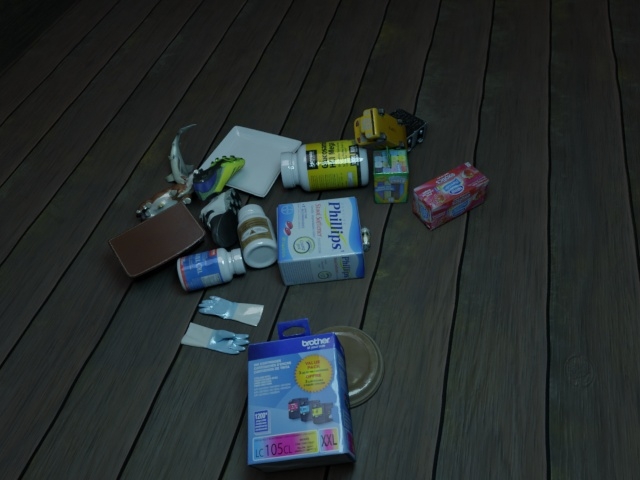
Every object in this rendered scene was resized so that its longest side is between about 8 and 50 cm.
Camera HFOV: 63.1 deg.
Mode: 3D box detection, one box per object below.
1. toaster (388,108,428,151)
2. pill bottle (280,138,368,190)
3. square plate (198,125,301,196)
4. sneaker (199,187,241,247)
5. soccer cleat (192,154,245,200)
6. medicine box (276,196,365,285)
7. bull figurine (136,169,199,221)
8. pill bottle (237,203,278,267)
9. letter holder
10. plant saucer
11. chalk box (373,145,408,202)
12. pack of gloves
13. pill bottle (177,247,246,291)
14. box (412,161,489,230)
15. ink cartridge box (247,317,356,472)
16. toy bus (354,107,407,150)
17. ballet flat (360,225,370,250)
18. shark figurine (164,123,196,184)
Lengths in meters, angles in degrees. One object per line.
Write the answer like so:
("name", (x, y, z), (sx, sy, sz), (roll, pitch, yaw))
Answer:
("toaster", (0.329, -0.455, 2.190), (0.168, 0.110, 0.185), (-40, 58, -23))
("pill bottle", (0.017, -0.292, 2.051), (0.333, 0.188, 0.188), (-6, 51, 3))
("square plate", (-0.301, -0.334, 2.214), (0.343, 0.049, 0.347), (18, 56, 19))
("sneaker", (-0.389, -0.068, 1.966), (0.146, 0.123, 0.331), (-17, 31, 10))
("soccer cleat", (-0.401, -0.252, 2.075), (0.093, 0.121, 0.289), (12, 34, 26))
("medicine box", (0.000, 0.000, 1.848), (0.289, 0.149, 0.264), (-7, 51, 3))
("bull figurine", (-0.586, -0.161, 2.043), (0.310, 0.101, 0.188), (-35, 16, -1))
("pill bottle", (-0.234, -0.022, 1.903), (0.131, 0.131, 0.229), (-16, 47, -6))
("letter holder", (-0.567, 0.035, 1.893), (0.301, 0.152, 0.214), (-32, 57, -17))
("plant saucer", (0.059, 0.381, 1.610), (0.277, 0.041, 0.278), (-4, 52, 5))
("chalk box", (0.266, -0.259, 1.977), (0.131, 0.213, 0.133), (0, 53, 6))
("pack of gloves", (-0.328, 0.272, 1.741), (0.231, 0.046, 0.195), (8, 54, 13))
("pill bottle", (-0.380, 0.095, 1.836), (0.221, 0.124, 0.124), (-14, 51, -4))
("box", (0.478, -0.164, 1.929), (0.256, 0.128, 0.123), (-27, 53, -14))
("ink cartridge box", (-0.062, 0.426, 1.481), (0.269, 0.151, 0.396), (-10, 55, 8))
("toy bus", (0.228, -0.400, 1.951), (0.130, 0.332, 0.108), (-6, 87, 30))
("ballet flat", (0.165, -0.016, 1.909), (0.041, 0.041, 0.114), (-4, 51, 4))
("shark figurine", (-0.579, -0.343, 2.207), (0.166, 0.279, 0.116), (-1, 4, 43))
